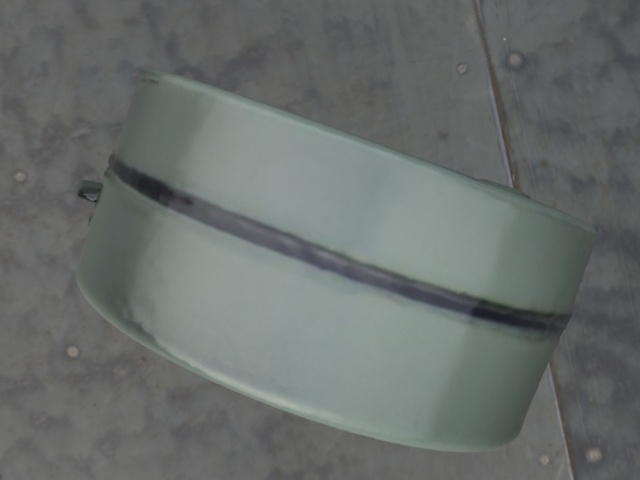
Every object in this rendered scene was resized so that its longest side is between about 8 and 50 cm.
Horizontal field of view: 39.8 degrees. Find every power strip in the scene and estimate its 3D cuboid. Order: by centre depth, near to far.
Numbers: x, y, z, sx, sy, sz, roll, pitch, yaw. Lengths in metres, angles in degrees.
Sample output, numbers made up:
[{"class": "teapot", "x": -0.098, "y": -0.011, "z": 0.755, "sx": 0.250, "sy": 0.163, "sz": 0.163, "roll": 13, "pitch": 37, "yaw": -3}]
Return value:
[{"class": "power strip", "x": 0.000, "y": 0.000, "z": 0.630, "sx": 0.358, "sy": 0.357, "sz": 0.161, "roll": 20, "pitch": 96, "yaw": 7}]
